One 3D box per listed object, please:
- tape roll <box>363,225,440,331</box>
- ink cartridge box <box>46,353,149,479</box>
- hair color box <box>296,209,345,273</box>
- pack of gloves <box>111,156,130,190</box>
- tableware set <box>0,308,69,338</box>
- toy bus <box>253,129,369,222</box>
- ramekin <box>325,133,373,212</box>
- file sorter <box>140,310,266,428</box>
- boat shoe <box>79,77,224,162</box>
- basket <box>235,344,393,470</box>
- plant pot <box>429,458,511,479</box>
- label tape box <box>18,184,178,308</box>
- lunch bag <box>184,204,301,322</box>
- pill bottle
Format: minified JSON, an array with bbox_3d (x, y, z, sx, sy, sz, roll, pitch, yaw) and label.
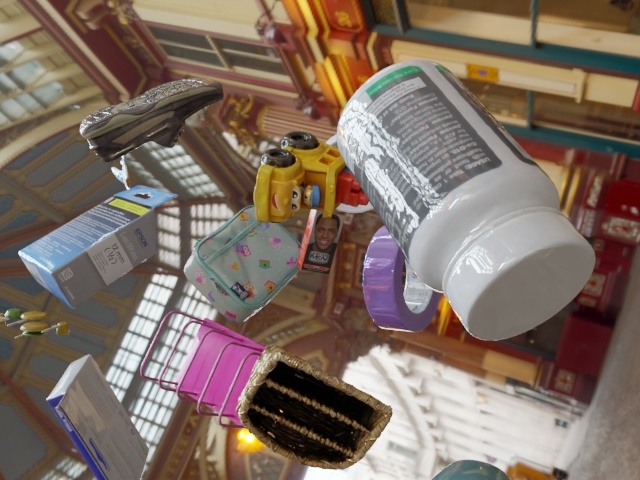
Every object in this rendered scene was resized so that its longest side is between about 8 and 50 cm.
[{"bbox_3d":[0.217,0.094,1.734,0.275,0.090,0.274,-3,-87,-54],"label":"tape roll"},{"bbox_3d":[-0.370,0.326,1.124,0.223,0.045,0.224,63,178,-12],"label":"ink cartridge box"},{"bbox_3d":[0.000,0.000,1.522,0.043,0.072,0.141,-133,55,-67],"label":"hair color box"},{"bbox_3d":[-0.587,-0.146,2.005,0.232,0.046,0.195,-122,28,-55],"label":"pack of gloves"},{"bbox_3d":[-0.531,0.153,1.230,0.104,0.154,0.024,-23,-61,-71],"label":"tableware set"},{"bbox_3d":[-0.006,-0.111,1.374,0.220,0.212,0.149,-49,-28,-53],"label":"toy bus"},{"bbox_3d":[0.114,-0.245,2.311,0.135,0.277,0.277,-98,13,-66],"label":"ramekin"},{"bbox_3d":[-0.273,0.322,1.687,0.182,0.291,0.202,32,-100,-58],"label":"file sorter"},{"bbox_3d":[-0.401,-0.295,1.656,0.132,0.356,0.130,-124,15,-59],"label":"boat shoe"},{"bbox_3d":[-0.030,0.387,1.494,0.213,0.299,0.223,-62,7,-8],"label":"basket"},{"bbox_3d":[0.338,0.609,1.499,0.290,0.290,0.195,83,-157,-46],"label":"plant pot"},{"bbox_3d":[-0.524,0.000,1.652,0.348,0.249,0.115,-35,-60,-28],"label":"label tape box"},{"bbox_3d":[-0.184,0.050,1.644,0.279,0.224,0.108,-43,0,-45],"label":"lunch bag"},{"bbox_3d":[0.178,-0.061,0.889,0.204,0.361,0.204,-16,-41,-14],"label":"pill bottle"}]
